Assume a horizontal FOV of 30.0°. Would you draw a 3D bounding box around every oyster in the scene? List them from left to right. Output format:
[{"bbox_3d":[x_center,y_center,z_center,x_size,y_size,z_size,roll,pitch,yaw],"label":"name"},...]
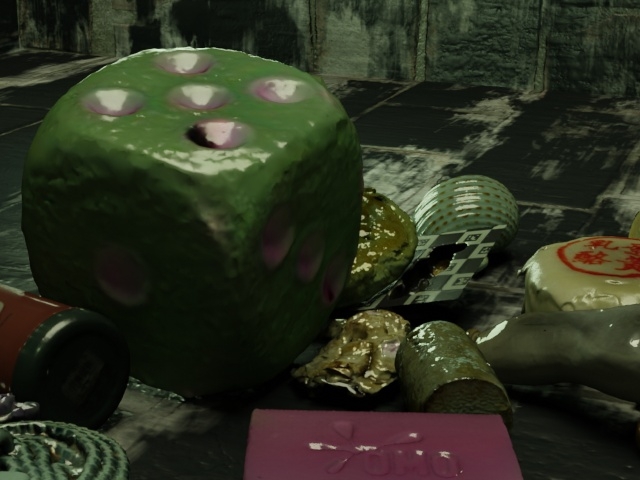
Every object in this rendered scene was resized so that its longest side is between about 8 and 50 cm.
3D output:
[{"bbox_3d":[0.032,0.129,1.435,0.163,0.081,0.191,-17,10,-22],"label":"oyster"}]

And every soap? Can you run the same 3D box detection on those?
[{"bbox_3d":[0.058,0.228,1.116,0.259,0.081,0.181,1,18,1],"label":"soap"}]

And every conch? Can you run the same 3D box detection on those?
[{"bbox_3d":[0.223,-0.033,1.845,0.172,0.131,0.200,3,17,6],"label":"conch"}]

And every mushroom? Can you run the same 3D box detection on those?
[{"bbox_3d":[0.303,0.125,1.331,0.351,0.097,0.109,-2,44,48],"label":"mushroom"}]

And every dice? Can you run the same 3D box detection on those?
[{"bbox_3d":[-0.142,-0.032,1.438,0.318,0.322,0.330,19,33,22],"label":"dice"}]

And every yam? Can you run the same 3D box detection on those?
[{"bbox_3d":[0.139,0.158,1.295,0.107,0.107,0.194,-1,17,-5],"label":"yam"}]

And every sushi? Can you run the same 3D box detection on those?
[{"bbox_3d":[0.151,0.059,1.683,0.192,0.051,0.215,-9,23,32],"label":"sushi"}]

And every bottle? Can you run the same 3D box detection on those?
[{"bbox_3d":[-0.375,0.113,1.357,0.336,0.144,0.144,15,23,38],"label":"bottle"}]

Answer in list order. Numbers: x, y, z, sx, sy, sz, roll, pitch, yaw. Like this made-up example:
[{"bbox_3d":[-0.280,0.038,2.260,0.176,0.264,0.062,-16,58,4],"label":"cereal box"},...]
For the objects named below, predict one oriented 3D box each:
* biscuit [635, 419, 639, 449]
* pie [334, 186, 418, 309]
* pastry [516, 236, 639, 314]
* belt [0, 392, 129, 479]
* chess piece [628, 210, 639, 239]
[{"bbox_3d":[0.481,0.215,1.198,0.319,0.047,0.183,-1,27,15],"label":"biscuit"},{"bbox_3d":[0.000,0.000,1.704,0.276,0.079,0.277,-7,40,6],"label":"pie"},{"bbox_3d":[0.376,0.083,1.501,0.264,0.133,0.265,0,22,0],"label":"pastry"},{"bbox_3d":[-0.257,0.237,0.952,0.206,0.161,0.295,7,19,18],"label":"belt"},{"bbox_3d":[0.577,0.012,1.820,0.200,0.090,0.090,11,18,-4],"label":"chess piece"}]
